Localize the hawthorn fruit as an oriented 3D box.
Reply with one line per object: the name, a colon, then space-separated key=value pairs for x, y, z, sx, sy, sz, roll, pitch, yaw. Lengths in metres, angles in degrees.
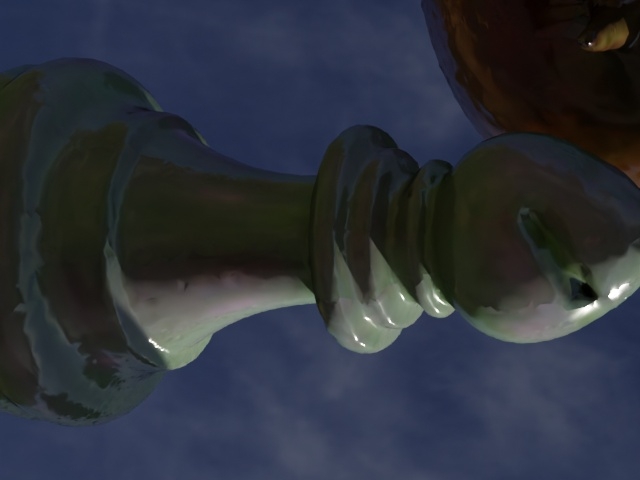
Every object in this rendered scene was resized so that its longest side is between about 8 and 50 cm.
hawthorn fruit: x=0.178 y=-0.131 z=0.878 sx=0.277 sy=0.298 sz=0.276 roll=7 pitch=-68 yaw=18

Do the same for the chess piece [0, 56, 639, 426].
chess piece: x=0.000 y=0.000 z=0.597 sx=0.272 sy=0.139 sz=0.139 roll=0 pitch=-89 yaw=26
